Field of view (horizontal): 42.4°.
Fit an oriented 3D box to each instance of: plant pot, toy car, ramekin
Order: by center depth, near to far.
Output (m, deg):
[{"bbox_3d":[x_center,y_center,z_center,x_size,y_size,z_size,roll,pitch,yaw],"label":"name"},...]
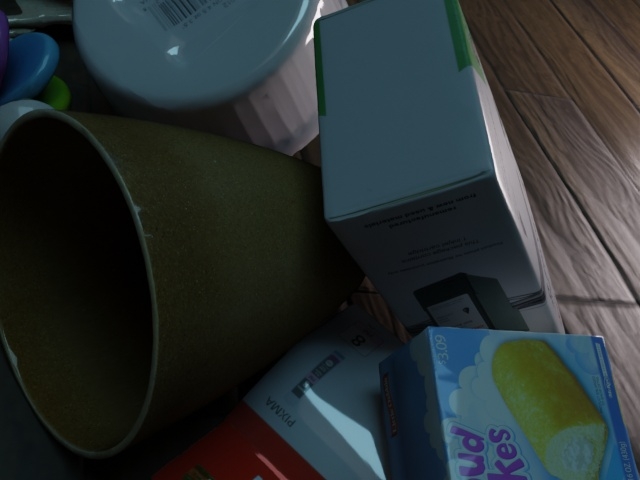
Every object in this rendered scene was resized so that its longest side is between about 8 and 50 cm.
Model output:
[{"bbox_3d":[-0.087,0.016,0.639,0.254,0.237,0.237,-10,48,-43],"label":"plant pot"},{"bbox_3d":[-0.325,-0.155,0.775,0.182,0.136,0.159,-4,46,-28],"label":"toy car"},{"bbox_3d":[-0.109,-0.215,0.829,0.277,0.135,0.277,-3,72,10],"label":"ramekin"}]

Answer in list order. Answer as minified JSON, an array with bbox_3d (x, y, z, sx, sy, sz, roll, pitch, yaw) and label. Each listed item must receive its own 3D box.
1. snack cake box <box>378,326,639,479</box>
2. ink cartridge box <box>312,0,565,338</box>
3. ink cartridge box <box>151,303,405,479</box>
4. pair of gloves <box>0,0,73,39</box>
[{"bbox_3d":[0.137,0.198,0.564,0.152,0.089,0.264,5,62,-21],"label":"snack cake box"},{"bbox_3d":[0.106,-0.036,0.693,0.122,0.289,0.211,-17,53,17],"label":"ink cartridge box"},{"bbox_3d":[0.021,0.167,0.636,0.189,0.066,0.232,39,38,19],"label":"ink cartridge box"},{"bbox_3d":[-0.397,-0.311,0.993,0.204,0.042,0.240,-16,53,-35],"label":"pair of gloves"}]
